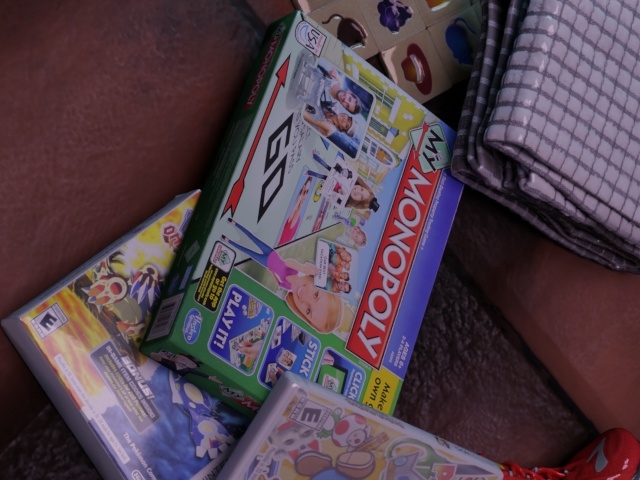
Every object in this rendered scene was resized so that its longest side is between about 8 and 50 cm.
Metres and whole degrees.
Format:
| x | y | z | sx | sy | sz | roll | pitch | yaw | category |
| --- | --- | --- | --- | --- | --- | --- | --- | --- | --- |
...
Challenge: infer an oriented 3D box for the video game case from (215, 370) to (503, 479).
| x | y | z | sx | sy | sz | roll | pitch | yaw | category |
| --- | --- | --- | --- | --- | --- | --- | --- | --- | --- |
| 0.002 | 0.233 | 1.259 | 0.206 | 0.026 | 0.227 | 26 | 103 | -25 | video game case |

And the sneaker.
| x | y | z | sx | sy | sz | roll | pitch | yaw | category |
| --- | --- | --- | --- | --- | --- | --- | --- | --- | --- |
| 0.175 | 0.225 | 1.387 | 0.279 | 0.107 | 0.118 | -32 | 90 | -32 | sneaker |

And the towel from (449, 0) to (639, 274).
| x | y | z | sx | sy | sz | roll | pitch | yaw | category |
| --- | --- | --- | --- | --- | --- | --- | --- | --- | --- |
| 0.240 | -0.119 | 1.446 | 0.284 | 0.121 | 0.235 | 27 | 72 | -37 | towel |

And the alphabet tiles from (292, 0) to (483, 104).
| x | y | z | sx | sy | sz | roll | pitch | yaw | category |
| --- | --- | --- | --- | --- | --- | --- | --- | --- | --- |
| 0.099 | -0.289 | 1.463 | 0.342 | 0.011 | 0.285 | -30 | 99 | -30 | alphabet tiles |

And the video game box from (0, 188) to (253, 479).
| x | y | z | sx | sy | sz | roll | pitch | yaw | category |
| --- | --- | --- | --- | --- | --- | --- | --- | --- | --- |
| -0.115 | 0.094 | 1.264 | 0.187 | 0.048 | 0.205 | -39 | 103 | -31 | video game box |

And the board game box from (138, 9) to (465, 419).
| x | y | z | sx | sy | sz | roll | pitch | yaw | category |
| --- | --- | --- | --- | --- | --- | --- | --- | --- | --- |
| 0.000 | 0.000 | 1.308 | 0.213 | 0.046 | 0.317 | 34 | 58 | -26 | board game box |
